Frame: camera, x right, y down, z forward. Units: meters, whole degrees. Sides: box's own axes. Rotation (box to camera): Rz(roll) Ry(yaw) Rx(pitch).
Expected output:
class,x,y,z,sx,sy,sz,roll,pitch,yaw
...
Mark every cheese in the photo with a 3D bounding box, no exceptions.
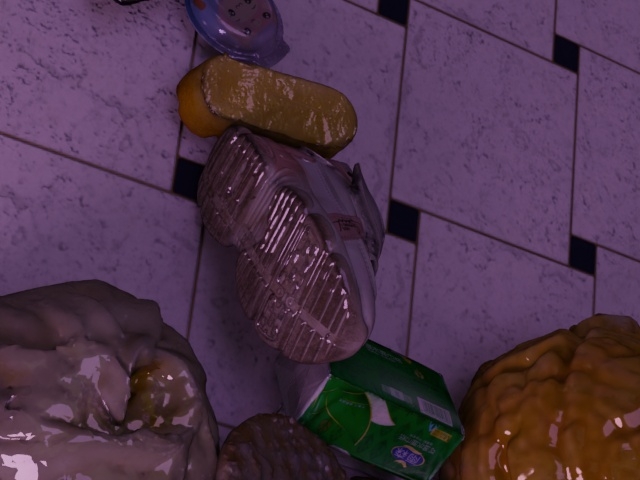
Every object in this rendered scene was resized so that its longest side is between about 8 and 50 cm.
class,x,y,z,sx,sy,sz,roll,pitch,yaw
cheese,-0.138,-0.327,2.047,0.244,0.052,0.135,47,52,-2

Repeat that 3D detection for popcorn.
class,x,y,z,sx,sy,sz,roll,pitch,yaw
popcorn,0.357,0.281,1.998,0.390,0.354,0.344,-17,92,-34

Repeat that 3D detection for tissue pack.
class,x,y,z,sx,sy,sz,roll,pitch,yaw
tissue pack,0.045,0.218,1.943,0.209,0.156,0.148,25,25,-24

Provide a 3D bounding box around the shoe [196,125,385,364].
class,x,y,z,sx,sy,sz,roll,pitch,yaw
shoe,0.002,-0.002,1.905,0.198,0.172,0.351,5,43,-39

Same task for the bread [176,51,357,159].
class,x,y,z,sx,sy,sz,roll,pitch,yaw
bread,-0.071,-0.165,2.013,0.246,0.094,0.102,13,68,-30

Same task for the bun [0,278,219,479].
class,x,y,z,sx,sy,sz,roll,pitch,yaw
bun,-0.263,0.210,1.676,0.365,0.219,0.365,13,64,-30

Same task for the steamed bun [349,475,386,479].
class,x,y,z,sx,sy,sz,roll,pitch,yaw
steamed bun,0.082,0.386,1.928,0.145,0.106,0.175,13,53,-25

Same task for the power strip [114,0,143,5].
class,x,y,z,sx,sy,sz,roll,pitch,yaw
power strip,-0.218,-0.436,1.989,0.251,0.092,0.257,-25,75,-33

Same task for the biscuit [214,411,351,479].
class,x,y,z,sx,sy,sz,roll,pitch,yaw
biscuit,-0.038,0.267,1.784,0.290,0.038,0.141,29,43,-50
